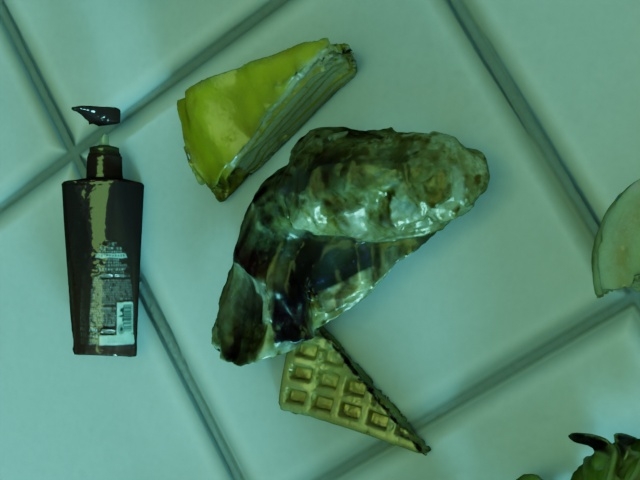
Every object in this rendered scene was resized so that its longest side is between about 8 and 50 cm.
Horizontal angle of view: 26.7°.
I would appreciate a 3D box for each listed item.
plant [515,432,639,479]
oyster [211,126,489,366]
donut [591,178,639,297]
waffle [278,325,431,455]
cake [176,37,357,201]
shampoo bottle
[{"bbox_3d":[0.200,0.231,0.988,0.297,0.261,0.306,27,125,-5],"label":"plant"},{"bbox_3d":[0.002,0.003,1.166,0.166,0.094,0.294,42,101,22],"label":"oyster"},{"bbox_3d":[0.294,-0.009,1.052,0.166,0.065,0.108,-10,68,33],"label":"donut"},{"bbox_3d":[0.036,0.124,1.189,0.152,0.023,0.098,16,95,24],"label":"waffle"},{"bbox_3d":[-0.051,-0.105,1.208,0.184,0.079,0.116,-9,82,18],"label":"cake"},{"bbox_3d":[-0.207,-0.008,1.274,0.067,0.068,0.236,-2,87,25],"label":"shampoo bottle"}]
